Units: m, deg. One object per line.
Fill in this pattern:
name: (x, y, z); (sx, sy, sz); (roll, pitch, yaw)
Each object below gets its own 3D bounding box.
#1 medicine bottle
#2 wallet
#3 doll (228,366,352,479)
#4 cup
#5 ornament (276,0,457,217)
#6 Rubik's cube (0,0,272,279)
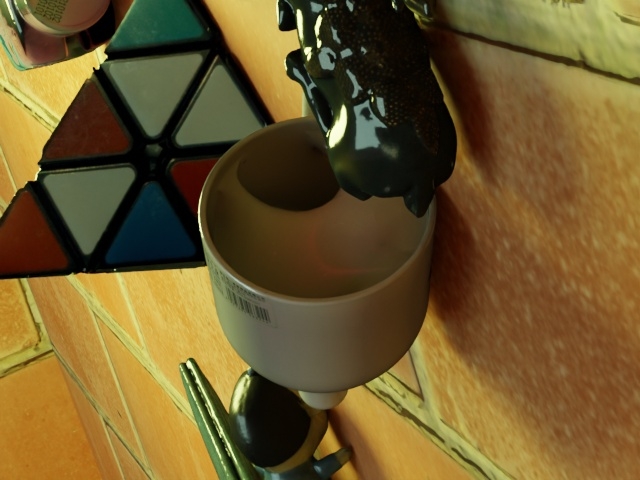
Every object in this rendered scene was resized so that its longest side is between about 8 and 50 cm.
medicine bottle: (-0.249, -0.224, 1.467); (0.119, 0.094, 0.188); (71, 164, -9)
wallet: (-0.045, 0.271, 1.470); (0.251, 0.054, 0.290); (56, 175, 43)
doll: (-0.022, 0.174, 1.325); (0.102, 0.089, 0.179); (-9, 122, 32)
cup: (-0.009, 0.007, 0.959); (0.173, 0.134, 0.142); (55, 162, 32)
ornament: (0.042, -0.107, 0.735); (0.236, 0.080, 0.202); (178, 73, -72)
Rubik's cube: (-0.056, -0.008, 1.200); (0.234, 0.284, 0.250); (21, 163, 39)
